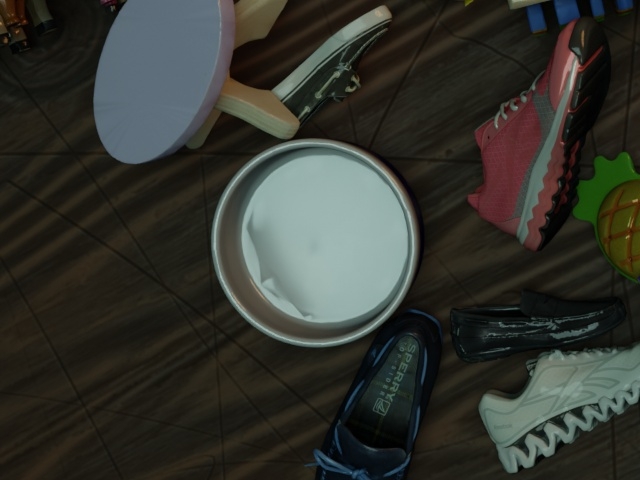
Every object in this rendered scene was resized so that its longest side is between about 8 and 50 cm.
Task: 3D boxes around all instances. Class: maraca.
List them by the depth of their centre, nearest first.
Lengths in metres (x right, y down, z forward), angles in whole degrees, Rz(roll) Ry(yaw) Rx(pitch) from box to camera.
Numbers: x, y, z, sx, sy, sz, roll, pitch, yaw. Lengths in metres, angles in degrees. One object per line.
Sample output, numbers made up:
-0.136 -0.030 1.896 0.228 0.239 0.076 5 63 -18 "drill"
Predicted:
0.390 -0.026 1.778 0.185 0.099 0.127 49 114 25 "maraca"

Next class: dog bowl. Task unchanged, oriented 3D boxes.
0.000 0.000 1.847 0.265 0.104 0.264 1 95 11 "dog bowl"

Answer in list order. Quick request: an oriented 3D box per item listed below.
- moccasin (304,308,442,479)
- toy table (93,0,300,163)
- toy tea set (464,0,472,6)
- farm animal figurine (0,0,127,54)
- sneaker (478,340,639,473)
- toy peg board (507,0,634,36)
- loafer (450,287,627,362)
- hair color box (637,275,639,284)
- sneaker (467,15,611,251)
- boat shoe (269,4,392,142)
0.057 0.251 1.850 0.138 0.117 0.341 15 97 9 "moccasin"
-0.151 -0.217 1.794 0.274 0.161 0.252 -44 70 34 "toy table"
0.205 -0.435 1.721 0.336 0.124 0.200 -36 85 31 "toy tea set"
-0.381 -0.345 1.838 0.327 0.330 0.172 -17 94 40 "farm animal figurine"
0.331 0.177 1.805 0.292 0.110 0.118 -33 79 11 "sneaker"
0.314 -0.290 1.744 0.161 0.160 0.079 -13 108 11 "toy peg board"
0.272 0.098 1.818 0.223 0.076 0.078 -12 100 15 "loafer"
0.532 0.153 1.672 0.110 0.185 0.339 -41 105 11 "hair color box"
0.252 -0.134 1.746 0.136 0.116 0.313 25 125 21 "sneaker"
0.017 -0.212 1.845 0.219 0.078 0.070 -40 86 19 "boat shoe"
